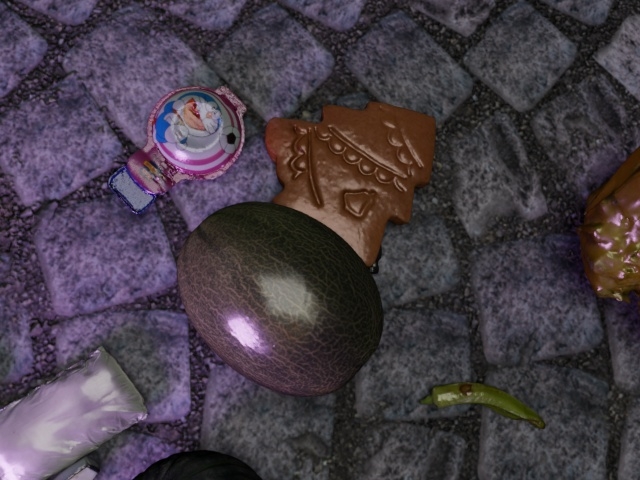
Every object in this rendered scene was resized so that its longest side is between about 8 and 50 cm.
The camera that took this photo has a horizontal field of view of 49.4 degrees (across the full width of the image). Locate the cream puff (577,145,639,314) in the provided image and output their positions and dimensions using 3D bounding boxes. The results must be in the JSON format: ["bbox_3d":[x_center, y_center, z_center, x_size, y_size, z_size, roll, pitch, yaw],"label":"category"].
[{"bbox_3d":[0.538,0.002,1.022,0.275,0.378,0.378,-3,82,-7],"label":"cream puff"}]

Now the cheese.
[{"bbox_3d":[-0.218,-0.146,1.080,0.244,0.062,0.155,-43,90,-10],"label":"cheese"}]

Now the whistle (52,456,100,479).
[{"bbox_3d":[-0.409,0.389,0.963,0.235,0.114,0.077,-43,50,-10],"label":"whistle"}]

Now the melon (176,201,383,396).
[{"bbox_3d":[-0.057,0.077,0.975,0.301,0.237,0.237,39,79,1],"label":"melon"}]

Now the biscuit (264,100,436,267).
[{"bbox_3d":[0.063,-0.120,1.107,0.306,0.043,0.284,-34,81,-14],"label":"biscuit"}]

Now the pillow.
[{"bbox_3d":[-0.376,0.260,1.006,0.229,0.051,0.128,-31,85,-9],"label":"pillow"}]

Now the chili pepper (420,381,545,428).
[{"bbox_3d":[0.261,0.251,1.087,0.208,0.043,0.049,12,68,-5],"label":"chili pepper"}]

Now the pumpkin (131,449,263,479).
[{"bbox_3d":[-0.168,0.402,0.917,0.250,0.250,0.216,-42,107,-11],"label":"pumpkin"}]

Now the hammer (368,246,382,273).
[{"bbox_3d":[0.000,0.000,1.103,0.201,0.021,0.078,9,80,-6],"label":"hammer"}]
